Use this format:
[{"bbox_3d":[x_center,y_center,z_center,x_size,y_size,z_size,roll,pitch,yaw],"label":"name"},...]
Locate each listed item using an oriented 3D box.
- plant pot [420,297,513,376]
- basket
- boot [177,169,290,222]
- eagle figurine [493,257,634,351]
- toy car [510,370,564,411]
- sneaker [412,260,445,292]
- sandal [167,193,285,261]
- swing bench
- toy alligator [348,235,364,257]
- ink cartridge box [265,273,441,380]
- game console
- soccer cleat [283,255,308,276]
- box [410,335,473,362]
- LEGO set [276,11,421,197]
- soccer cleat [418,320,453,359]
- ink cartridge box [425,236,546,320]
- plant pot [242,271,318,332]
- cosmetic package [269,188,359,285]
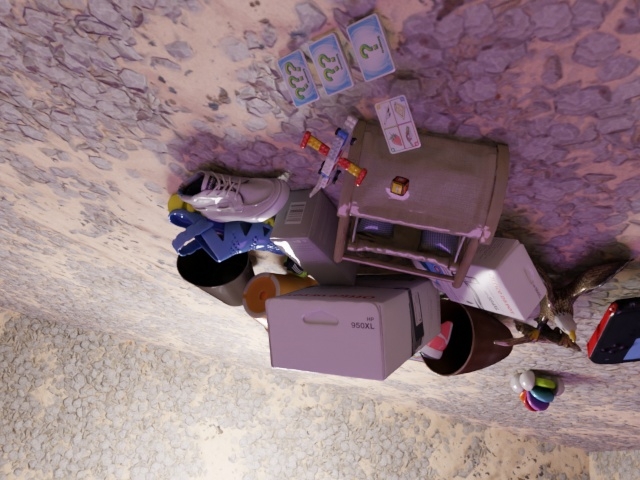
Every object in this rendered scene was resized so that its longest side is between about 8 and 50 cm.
[{"bbox_3d":[0.438,0.285,1.414,0.230,0.216,0.215,12,158,-30],"label":"plant pot"},{"bbox_3d":[-0.270,0.098,1.408,0.204,0.154,0.227,-1,156,10],"label":"basket"},{"bbox_3d":[-0.193,-0.097,1.028,0.258,0.095,0.123,-9,154,39],"label":"boot"},{"bbox_3d":[0.530,0.122,1.086,0.226,0.225,0.299,-21,124,-19],"label":"eagle figurine"},{"bbox_3d":[0.827,0.584,1.875,0.159,0.136,0.182,14,154,-1],"label":"toy car"},{"bbox_3d":[0.296,0.082,1.176,0.228,0.088,0.092,29,153,-25],"label":"sneaker"},{"bbox_3d":[-0.229,-0.005,1.191,0.317,0.138,0.126,12,152,-1],"label":"sandal"},{"bbox_3d":[0.164,-0.057,0.868,0.253,0.165,0.255,11,154,5],"label":"swing bench"},{"bbox_3d":[0.086,-0.011,1.048,0.056,0.190,0.051,-14,104,16],"label":"toy alligator"},{"bbox_3d":[0.095,0.186,1.182,0.285,0.166,0.394,-3,-177,30],"label":"ink cartridge box"},{"bbox_3d":[0.811,0.186,1.073,0.386,0.060,0.342,-11,150,12],"label":"game console"},{"bbox_3d":[-0.064,0.055,1.322,0.072,0.060,0.179,13,157,3],"label":"soccer cleat"},{"bbox_3d":[0.331,0.342,1.583,0.293,0.057,0.201,11,152,-4],"label":"box"},{"bbox_3d":[0.038,-0.165,0.699,0.182,0.060,0.244,-8,113,37],"label":"LEGO set"},{"bbox_3d":[0.233,0.212,1.409,0.318,0.117,0.108,32,-174,39],"label":"soccer cleat"},{"bbox_3d":[0.334,0.068,1.013,0.148,0.086,0.203,52,161,-23],"label":"ink cartridge box"},{"bbox_3d":[-0.115,0.176,1.387,0.205,0.205,0.188,-4,159,31],"label":"plant pot"},{"bbox_3d":[0.000,0.000,1.104,0.107,0.127,0.238,-2,149,27],"label":"cosmetic package"}]
